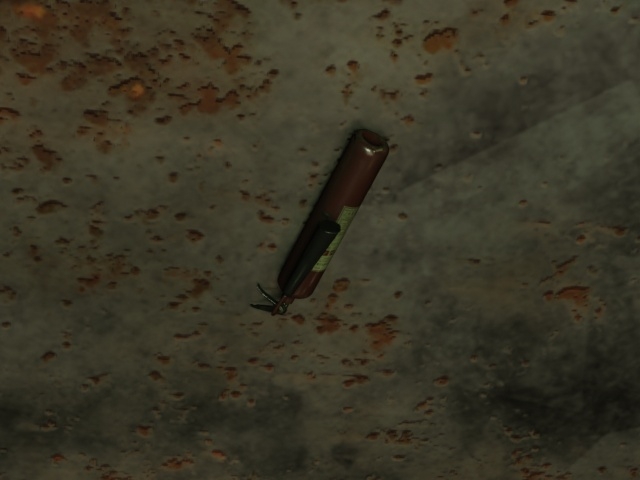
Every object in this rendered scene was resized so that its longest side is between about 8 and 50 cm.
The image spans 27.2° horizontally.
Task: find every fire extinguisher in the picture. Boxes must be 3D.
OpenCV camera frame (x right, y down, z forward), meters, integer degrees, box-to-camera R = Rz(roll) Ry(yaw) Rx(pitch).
[{"bbox_3d":[0.000,0.000,0.944,0.035,0.049,0.173,12,125,-25],"label":"fire extinguisher"}]
